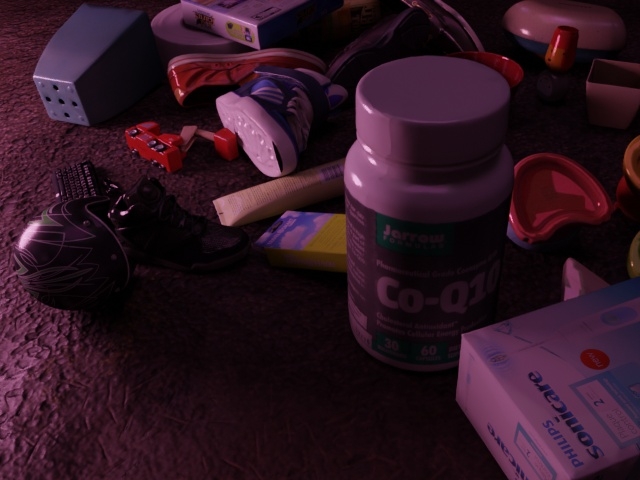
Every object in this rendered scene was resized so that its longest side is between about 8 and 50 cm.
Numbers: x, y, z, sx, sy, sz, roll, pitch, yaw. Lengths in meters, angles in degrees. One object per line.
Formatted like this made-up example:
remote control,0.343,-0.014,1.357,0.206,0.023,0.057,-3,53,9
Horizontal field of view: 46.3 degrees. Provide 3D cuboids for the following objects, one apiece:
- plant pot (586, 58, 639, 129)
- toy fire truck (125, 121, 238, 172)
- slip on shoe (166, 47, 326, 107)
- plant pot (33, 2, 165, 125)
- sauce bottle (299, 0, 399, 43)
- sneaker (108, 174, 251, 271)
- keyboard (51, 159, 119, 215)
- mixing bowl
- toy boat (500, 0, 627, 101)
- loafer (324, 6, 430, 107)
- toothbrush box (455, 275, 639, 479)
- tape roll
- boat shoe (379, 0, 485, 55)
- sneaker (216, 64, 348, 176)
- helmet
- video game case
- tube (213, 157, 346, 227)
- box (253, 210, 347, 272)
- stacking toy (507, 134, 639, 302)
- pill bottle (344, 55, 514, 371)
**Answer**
plant pot,0.562,-0.274,1.427,0.109,0.096,0.109,13,40,20
toy fire truck,-0.262,-0.186,1.414,0.192,0.047,0.135,29,48,35
slip on shoe,-0.148,-0.328,1.553,0.331,0.123,0.101,-6,72,-13
plant pot,-0.469,-0.354,1.554,0.165,0.166,0.234,13,48,19
sauce bottle,0.119,-0.548,1.791,0.344,0.111,0.111,-13,39,-10
sneaker,-0.221,-0.026,1.146,0.227,0.130,0.087,8,41,11
keyboard,-0.414,-0.090,1.325,0.108,0.023,0.180,-16,41,-16
mixing bowl,0.299,-0.285,1.459,0.181,0.098,0.181,-3,38,2
toy boat,0.507,-0.410,1.588,0.267,0.148,0.318,14,34,13
loafer,0.104,-0.384,1.580,0.302,0.109,0.095,-43,35,-17
toothbrush box,0.335,0.176,0.856,0.295,0.126,0.216,-16,40,-13
tape roll,-0.241,-0.465,1.723,0.286,0.100,0.286,-3,38,2
boat shoe,0.244,-0.483,1.669,0.096,0.116,0.324,-35,71,-4
sneaker,-0.039,-0.239,1.378,0.236,0.130,0.323,-23,30,-15
helmet,-0.349,0.022,1.069,0.169,0.170,0.161,-1,24,2
video game case,-0.126,-0.524,1.655,0.244,0.061,0.269,28,50,33
tube,-0.058,-0.078,1.263,0.240,0.062,0.070,-18,-3,-10
box,0.000,0.000,1.140,0.178,0.042,0.109,4,35,34
stacking toy,0.433,-0.004,1.131,0.308,0.130,0.280,-7,65,-1
pill bottle,0.131,-0.028,0.935,0.204,0.361,0.204,-3,37,2
